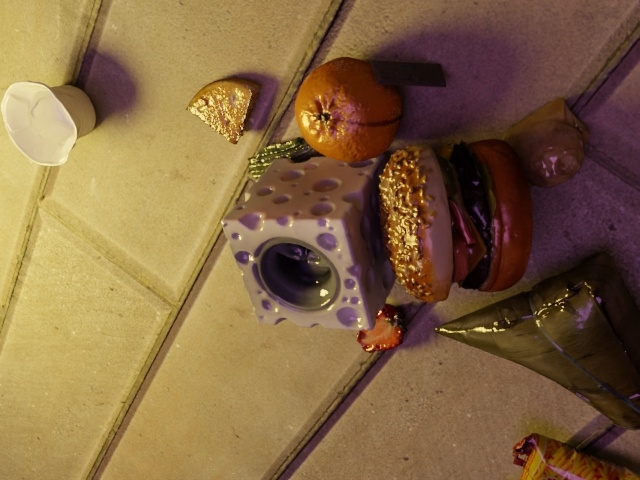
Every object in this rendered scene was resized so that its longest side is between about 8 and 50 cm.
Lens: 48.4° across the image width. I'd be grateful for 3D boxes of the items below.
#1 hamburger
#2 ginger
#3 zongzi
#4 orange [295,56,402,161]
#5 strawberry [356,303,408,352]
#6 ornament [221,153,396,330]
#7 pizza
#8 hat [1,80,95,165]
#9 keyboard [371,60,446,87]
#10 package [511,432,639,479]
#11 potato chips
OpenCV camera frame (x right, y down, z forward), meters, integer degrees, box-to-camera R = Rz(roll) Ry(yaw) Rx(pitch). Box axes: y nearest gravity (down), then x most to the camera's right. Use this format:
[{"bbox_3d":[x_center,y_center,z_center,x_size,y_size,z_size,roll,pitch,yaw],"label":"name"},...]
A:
[{"bbox_3d":[0.211,-0.037,1.188,0.225,0.291,0.291,-6,116,-3],"label":"hamburger"},{"bbox_3d":[0.355,-0.127,1.197,0.115,0.122,0.193,39,135,-12],"label":"ginger"},{"bbox_3d":[0.428,0.225,1.310,0.360,0.160,0.323,-25,102,32],"label":"zongzi"},{"bbox_3d":[0.048,-0.227,1.258,0.193,0.161,0.193,12,124,18],"label":"orange"},{"bbox_3d":[0.128,0.184,1.504,0.104,0.048,0.152,40,139,-7],"label":"strawberry"},{"bbox_3d":[0.000,0.000,1.330,0.240,0.240,0.239,0,124,25],"label":"ornament"},{"bbox_3d":[-0.183,-0.259,1.422,0.178,0.041,0.131,-22,102,32],"label":"pizza"},{"bbox_3d":[-0.575,-0.270,1.550,0.203,0.126,0.203,11,120,20],"label":"hat"},{"bbox_3d":[0.150,-0.282,1.207,0.129,0.049,0.015,-2,149,-19],"label":"keyboard"},{"bbox_3d":[0.524,0.510,1.452,0.288,0.108,0.223,23,128,22],"label":"package"},{"bbox_3d":[-0.059,-0.160,1.424,0.207,0.028,0.092,-17,108,33],"label":"potato chips"}]
